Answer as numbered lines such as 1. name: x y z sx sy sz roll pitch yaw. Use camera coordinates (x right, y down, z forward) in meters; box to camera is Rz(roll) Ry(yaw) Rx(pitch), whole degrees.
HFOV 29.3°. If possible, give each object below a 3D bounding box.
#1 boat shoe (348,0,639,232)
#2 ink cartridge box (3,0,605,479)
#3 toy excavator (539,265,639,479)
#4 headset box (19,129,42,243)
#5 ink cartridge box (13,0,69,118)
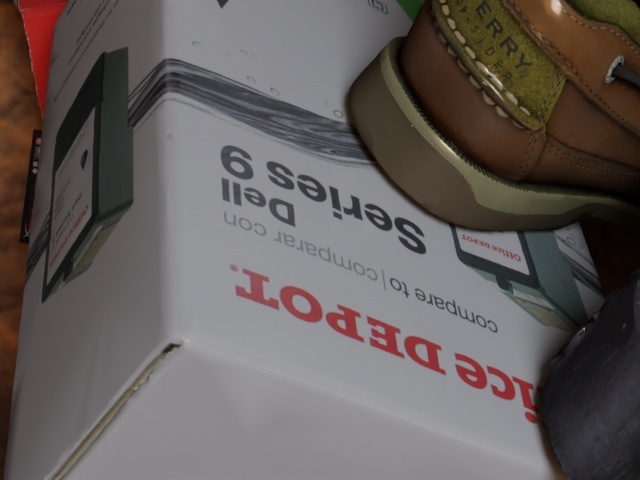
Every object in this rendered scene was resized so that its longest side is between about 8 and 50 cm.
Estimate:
1. boat shoe: 0.144 -0.070 0.523 0.104 0.307 0.111 -47 72 32
2. ink cartridge box: 0.000 0.000 0.500 0.211 0.289 0.121 23 127 -27
3. toy excavator: 0.350 0.035 0.480 0.433 0.445 0.222 39 122 6
4. headset box: -0.115 -0.024 0.662 0.083 0.032 0.062 9 94 1
5. ink cartridge box: -0.062 -0.153 0.584 0.181 0.056 0.225 -11 115 -11
